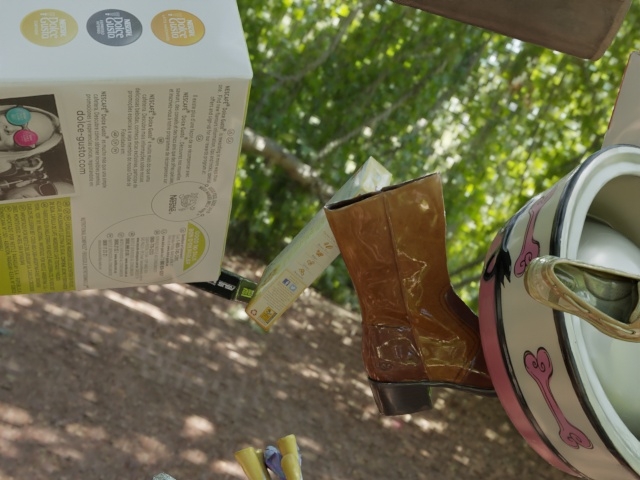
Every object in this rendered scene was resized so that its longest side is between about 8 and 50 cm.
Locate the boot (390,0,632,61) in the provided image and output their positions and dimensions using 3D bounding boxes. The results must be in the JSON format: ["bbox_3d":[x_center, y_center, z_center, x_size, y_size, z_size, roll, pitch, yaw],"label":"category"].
[{"bbox_3d":[0.086,-0.192,0.531,0.208,0.076,0.190,16,-29,9],"label":"boot"}]

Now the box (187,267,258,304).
[{"bbox_3d":[-0.199,0.050,1.468,0.190,0.045,0.184,21,-6,7],"label":"box"}]

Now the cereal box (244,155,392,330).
[{"bbox_3d":[0.000,0.000,1.271,0.047,0.240,0.173,42,19,-7],"label":"cereal box"}]

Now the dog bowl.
[{"bbox_3d":[0.352,0.103,1.094,0.408,0.408,0.150,20,-26,-33],"label":"dog bowl"}]

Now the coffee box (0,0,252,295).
[{"bbox_3d":[-0.275,-0.170,1.019,0.334,0.338,0.338,-4,54,-15],"label":"coffee box"}]

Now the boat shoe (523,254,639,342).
[{"bbox_3d":[0.250,0.049,0.786,0.153,0.056,0.048,22,-12,-9],"label":"boat shoe"}]

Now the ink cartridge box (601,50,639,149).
[{"bbox_3d":[0.583,-0.148,1.383,0.306,0.226,0.131,1,21,-24],"label":"ink cartridge box"}]

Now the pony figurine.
[{"bbox_3d":[-0.048,0.582,1.846,0.351,0.302,0.364,83,-15,-76],"label":"pony figurine"}]

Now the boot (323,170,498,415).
[{"bbox_3d":[0.161,0.052,1.135,0.264,0.281,0.096,-11,10,8],"label":"boot"}]

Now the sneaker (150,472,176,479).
[{"bbox_3d":[-0.227,0.444,1.534,0.135,0.052,0.058,29,22,-10],"label":"sneaker"}]
